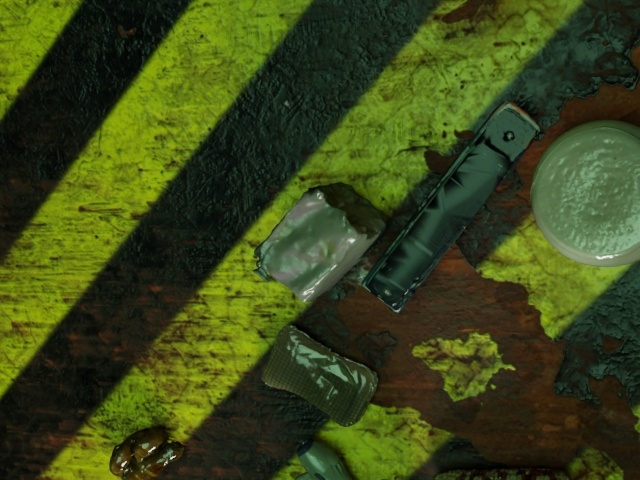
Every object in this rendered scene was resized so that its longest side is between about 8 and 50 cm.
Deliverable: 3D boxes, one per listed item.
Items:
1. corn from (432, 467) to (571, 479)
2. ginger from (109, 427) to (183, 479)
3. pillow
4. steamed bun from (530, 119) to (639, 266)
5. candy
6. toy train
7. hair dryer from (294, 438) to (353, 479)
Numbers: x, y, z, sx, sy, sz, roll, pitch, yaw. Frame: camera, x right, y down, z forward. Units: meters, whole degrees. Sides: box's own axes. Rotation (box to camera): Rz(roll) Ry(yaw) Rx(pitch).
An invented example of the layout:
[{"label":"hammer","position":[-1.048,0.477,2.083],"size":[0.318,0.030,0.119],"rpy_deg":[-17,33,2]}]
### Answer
[{"label":"corn","position":[0.317,0.443,1.827],"size":[0.254,0.086,0.086],"rpy_deg":[-4,99,21]},{"label":"ginger","position":[-0.353,0.426,2.070],"size":[0.162,0.073,0.103],"rpy_deg":[-39,100,16]},{"label":"pillow","position":[-0.001,0.253,1.930],"size":[0.211,0.034,0.135],"rpy_deg":[28,107,11]},{"label":"steamed bun","position":[0.455,-0.073,1.643],"size":[0.232,0.145,0.231],"rpy_deg":[-1,89,28]},{"label":"candy","position":[0.000,0.000,1.800],"size":[0.137,0.185,0.195],"rpy_deg":[45,111,11]},{"label":"toy train","position":[0.221,-0.059,1.759],"size":[0.086,0.089,0.409],"rpy_deg":[38,110,4]},{"label":"hair dryer","position":[-0.003,0.483,1.972],"size":[0.167,0.067,0.199],"rpy_deg":[35,121,4]}]
